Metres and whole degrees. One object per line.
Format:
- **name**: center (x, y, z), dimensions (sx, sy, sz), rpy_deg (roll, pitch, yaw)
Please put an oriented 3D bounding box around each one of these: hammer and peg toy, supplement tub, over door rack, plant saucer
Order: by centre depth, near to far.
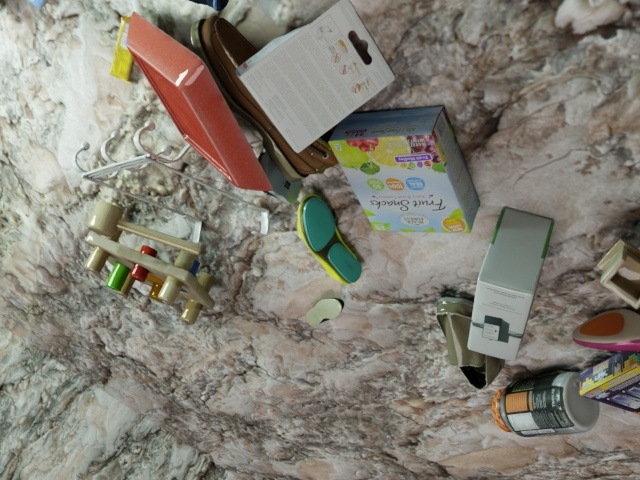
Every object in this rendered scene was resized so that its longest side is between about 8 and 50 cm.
- **plant saucer**: center (-0.199, -0.205, 1.130), dimensions (0.259, 0.047, 0.258), rpy_deg (42, 165, 44)
- **over door rack**: center (-0.279, -0.113, 1.399), dimensions (0.239, 0.108, 0.324), rpy_deg (-6, 148, 43)
- **supplement tub**: center (0.443, 0.330, 1.448), dimensions (0.117, 0.117, 0.190), rpy_deg (40, 146, -18)
- **hammer and peg toy**: center (-0.376, 0.060, 1.590), dimensions (0.265, 0.127, 0.361), rpy_deg (21, 163, 11)

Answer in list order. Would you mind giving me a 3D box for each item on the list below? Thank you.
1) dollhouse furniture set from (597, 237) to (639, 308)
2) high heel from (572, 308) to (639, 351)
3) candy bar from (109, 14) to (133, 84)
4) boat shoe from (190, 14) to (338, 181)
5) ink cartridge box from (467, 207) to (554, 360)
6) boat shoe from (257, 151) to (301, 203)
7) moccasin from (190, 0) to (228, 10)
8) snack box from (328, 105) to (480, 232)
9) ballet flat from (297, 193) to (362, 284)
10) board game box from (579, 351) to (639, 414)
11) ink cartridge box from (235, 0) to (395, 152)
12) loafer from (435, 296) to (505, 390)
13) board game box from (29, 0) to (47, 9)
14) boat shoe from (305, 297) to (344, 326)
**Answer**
- **dollhouse furniture set**: center (0.599, -0.014, 0.939), dimensions (0.303, 0.174, 0.356), rpy_deg (37, 119, 10)
- **high heel**: center (0.547, 0.169, 1.191), dimensions (0.244, 0.082, 0.117), rpy_deg (-17, 121, 34)
- **candy bar**: center (-0.327, -0.316, 1.219), dimensions (0.040, 0.018, 0.161), rpy_deg (29, 147, -8)
- **boat shoe**: center (-0.068, -0.222, 1.093), dimensions (0.104, 0.111, 0.307), rpy_deg (-17, 136, 27)
- **ink cartridge box**: center (0.303, 0.076, 1.172), dimensions (0.086, 0.153, 0.208), rpy_deg (16, 146, 16)
- **boat shoe**: center (-0.096, -0.113, 1.244), dimensions (0.083, 0.065, 0.183), rpy_deg (20, 170, 16)
- **moccasin**: center (-0.098, -0.395, 0.870), dimensions (0.116, 0.138, 0.342), rpy_deg (33, 161, -15)
- **snack box**: center (0.134, -0.103, 1.127), dimensions (0.174, 0.070, 0.207), rpy_deg (1, 140, 34)
- **ballet flat**: center (0.000, 0.000, 1.368), dimensions (0.077, 0.077, 0.231), rpy_deg (18, 152, 45)
- **board game box**: center (0.569, 0.250, 1.288), dimensions (0.141, 0.048, 0.170), rpy_deg (20, 148, -7)
- **ink cartridge box**: center (-0.006, -0.232, 1.015), dimensions (0.145, 0.179, 0.045), rpy_deg (51, -179, -31)
- **loafer**: center (0.292, 0.204, 1.412), dimensions (0.094, 0.087, 0.251), rpy_deg (-4, 136, 39)
- **board game box**: center (-0.476, -0.431, 1.170), dimensions (0.090, 0.020, 0.090), rpy_deg (37, 147, -15)
- **boat shoe**: center (0.015, 0.150, 1.587), dimensions (0.049, 0.042, 0.133), rpy_deg (56, 144, 3)
